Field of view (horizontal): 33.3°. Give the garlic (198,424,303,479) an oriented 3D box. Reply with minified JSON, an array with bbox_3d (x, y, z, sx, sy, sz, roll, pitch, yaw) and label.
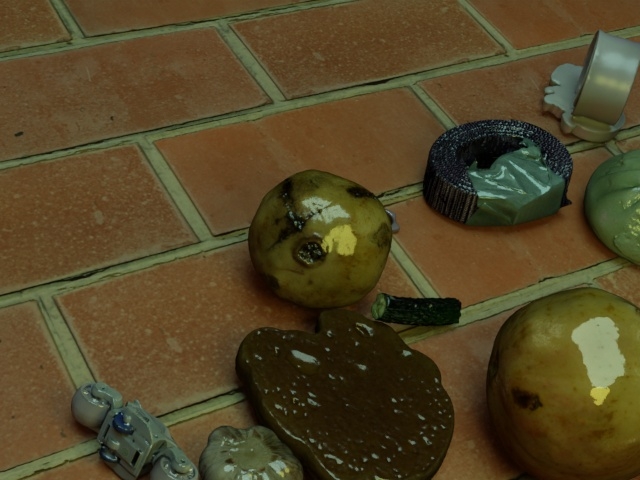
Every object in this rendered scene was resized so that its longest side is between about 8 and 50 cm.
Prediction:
[{"bbox_3d":[-0.106,0.352,1.617,0.159,0.102,0.147,16,42,12],"label":"garlic"}]

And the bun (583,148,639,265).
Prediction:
[{"bbox_3d":[0.696,-0.088,2.199,0.293,0.187,0.293,6,47,-7],"label":"bun"}]

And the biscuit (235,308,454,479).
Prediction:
[{"bbox_3d":[0.039,0.258,1.762,0.381,0.074,0.359,26,39,13],"label":"biscuit"}]

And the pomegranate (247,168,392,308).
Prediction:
[{"bbox_3d":[0.000,0.000,1.910,0.260,0.260,0.260,7,44,-7],"label":"pomegranate"}]

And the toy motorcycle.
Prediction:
[{"bbox_3d":[-0.277,0.303,1.640,0.254,0.112,0.112,36,48,23],"label":"toy motorcycle"}]

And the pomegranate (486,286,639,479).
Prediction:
[{"bbox_3d":[0.439,0.232,1.713,0.342,0.342,0.342,7,44,-7],"label":"pomegranate"}]

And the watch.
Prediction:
[{"bbox_3d":[0.626,-0.375,2.440,0.196,0.231,0.244,16,47,6],"label":"watch"}]

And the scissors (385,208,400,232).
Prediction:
[{"bbox_3d":[0.054,-0.057,2.126,0.212,0.021,0.110,29,49,15],"label":"scissors"}]

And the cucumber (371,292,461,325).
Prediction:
[{"bbox_3d":[0.173,0.125,1.909,0.187,0.058,0.058,5,41,-37],"label":"cucumber"}]

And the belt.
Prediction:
[{"bbox_3d":[0.368,-0.143,2.222,0.325,0.122,0.260,-15,46,-25],"label":"belt"}]
